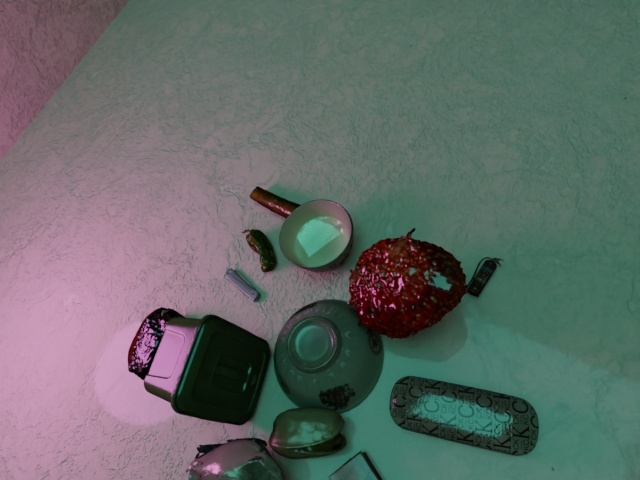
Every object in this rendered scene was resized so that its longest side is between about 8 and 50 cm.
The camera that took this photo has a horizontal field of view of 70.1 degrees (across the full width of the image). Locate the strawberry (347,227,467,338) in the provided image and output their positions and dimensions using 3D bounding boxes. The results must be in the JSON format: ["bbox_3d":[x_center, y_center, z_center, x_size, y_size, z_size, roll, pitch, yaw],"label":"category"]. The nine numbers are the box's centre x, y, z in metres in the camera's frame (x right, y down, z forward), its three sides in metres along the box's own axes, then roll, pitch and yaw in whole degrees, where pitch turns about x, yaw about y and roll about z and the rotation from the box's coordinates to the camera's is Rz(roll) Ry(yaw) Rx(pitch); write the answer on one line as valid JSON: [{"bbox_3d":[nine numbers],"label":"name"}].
[{"bbox_3d":[0.225,0.095,1.183,0.292,0.343,0.292,10,59,-16],"label":"strawberry"}]

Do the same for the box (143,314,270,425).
[{"bbox_3d":[-0.308,0.358,1.268,0.177,0.328,0.253,0,63,32],"label":"box"}]

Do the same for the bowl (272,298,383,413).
[{"bbox_3d":[-0.002,0.302,1.277,0.337,0.157,0.337,-7,63,14],"label":"bowl"}]

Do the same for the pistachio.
[{"bbox_3d":[-0.035,0.512,1.204,0.206,0.131,0.129,-7,107,13],"label":"pistachio"}]

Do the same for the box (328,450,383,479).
[{"bbox_3d":[0.104,0.626,1.144,0.111,0.060,0.156,-39,59,-1],"label":"box"}]

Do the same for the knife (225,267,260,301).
[{"bbox_3d":[-0.257,0.144,1.512,0.162,0.023,0.044,36,76,29],"label":"knife"}]

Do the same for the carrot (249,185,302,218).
[{"bbox_3d":[-0.137,-0.120,1.576,0.260,0.070,0.070,27,76,30],"label":"carrot"}]

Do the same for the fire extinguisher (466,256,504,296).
[{"bbox_3d":[0.463,0.097,1.291,0.056,0.039,0.132,32,78,19],"label":"fire extinguisher"}]

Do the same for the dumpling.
[{"bbox_3d":[-0.212,0.626,1.208,0.293,0.204,0.163,-16,28,23],"label":"dumpling"}]

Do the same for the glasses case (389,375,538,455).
[{"bbox_3d":[0.350,0.432,1.139,0.354,0.085,0.137,6,67,21],"label":"glasses case"}]

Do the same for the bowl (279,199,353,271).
[{"bbox_3d":[0.000,0.000,1.437,0.237,0.126,0.238,-7,64,15],"label":"bowl"}]

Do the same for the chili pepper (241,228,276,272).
[{"bbox_3d":[-0.209,0.011,1.531,0.073,0.072,0.204,-35,60,2],"label":"chili pepper"}]

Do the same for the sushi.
[{"bbox_3d":[-0.509,0.330,1.443,0.126,0.136,0.225,24,80,35],"label":"sushi"}]
